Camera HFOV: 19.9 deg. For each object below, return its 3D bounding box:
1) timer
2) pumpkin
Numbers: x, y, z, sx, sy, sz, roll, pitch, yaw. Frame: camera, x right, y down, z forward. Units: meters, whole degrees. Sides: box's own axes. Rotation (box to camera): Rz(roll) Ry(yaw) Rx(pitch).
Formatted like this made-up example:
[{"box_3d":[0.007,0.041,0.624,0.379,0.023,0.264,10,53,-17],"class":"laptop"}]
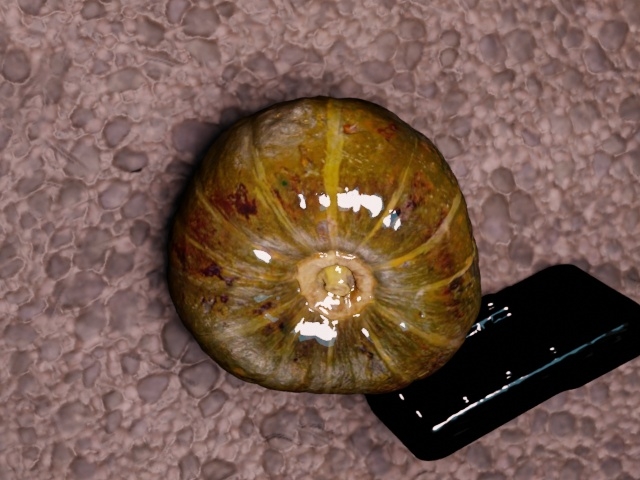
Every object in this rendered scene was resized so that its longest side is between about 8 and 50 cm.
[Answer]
[{"box_3d":[0.129,0.088,1.294,0.187,0.144,0.055,-27,111,-9],"class":"timer"},{"box_3d":[0.000,0.000,1.244,0.219,0.162,0.219,2,118,4],"class":"pumpkin"}]
